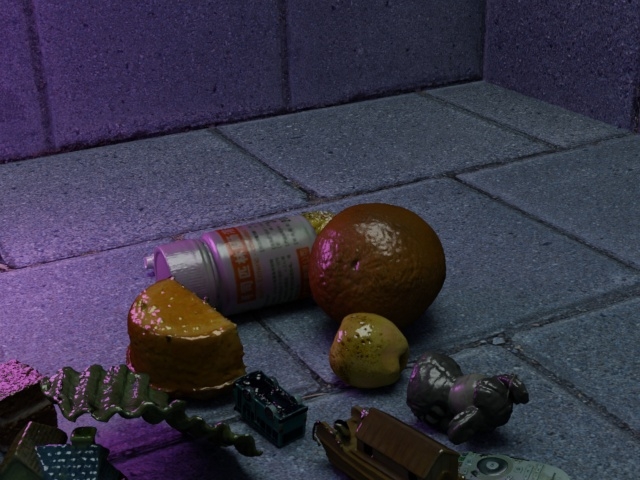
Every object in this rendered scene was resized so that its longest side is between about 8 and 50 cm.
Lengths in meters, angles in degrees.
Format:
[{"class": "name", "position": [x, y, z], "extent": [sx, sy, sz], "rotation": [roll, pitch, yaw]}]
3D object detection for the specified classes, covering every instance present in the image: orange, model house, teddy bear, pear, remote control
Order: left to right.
[{"class": "model house", "position": [-0.446, 0.407, 1.669], "extent": [0.214, 0.189, 0.195], "rotation": [-1, 26, 6]}, {"class": "pear", "position": [0.107, 0.241, 2.059], "extent": [0.178, 0.178, 0.178], "rotation": [-1, 24, 1]}, {"class": "orange", "position": [0.139, 0.063, 2.252], "extent": [0.322, 0.321, 0.357], "rotation": [8, 6, 21]}, {"class": "teddy bear", "position": [0.278, 0.329, 1.875], "extent": [0.171, 0.144, 0.251], "rotation": [-41, 40, -25]}, {"class": "remote control", "position": [0.330, 0.430, 1.738], "extent": [0.256, 0.045, 0.097], "rotation": [7, 24, 27]}]

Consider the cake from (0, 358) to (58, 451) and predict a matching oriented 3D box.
[{"class": "cake", "position": [-0.613, 0.334, 1.892], "extent": [0.135, 0.147, 0.135], "rotation": [-21, 30, -40]}]

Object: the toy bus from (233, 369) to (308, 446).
[{"class": "toy bus", "position": [-0.104, 0.338, 1.917], "extent": [0.079, 0.091, 0.160], "rotation": [-19, 35, -37]}]

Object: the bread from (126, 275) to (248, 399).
[{"class": "bread", "position": [-0.320, 0.225, 2.060], "extent": [0.179, 0.194, 0.340], "rotation": [-18, 33, -35]}]

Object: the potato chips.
[{"class": "potato chips", "position": [-0.313, 0.310, 1.760], "extent": [0.373, 0.097, 0.389], "rotation": [24, -8, -36]}]

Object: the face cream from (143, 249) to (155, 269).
[{"class": "face cream", "position": [-0.344, 0.041, 2.627], "extent": [0.284, 0.073, 0.073], "rotation": [-10, 25, -17]}]

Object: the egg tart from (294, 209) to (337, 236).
[{"class": "egg tart", "position": [0.000, 0.000, 2.678], "extent": [0.232, 0.098, 0.252], "rotation": [12, 30, 14]}]

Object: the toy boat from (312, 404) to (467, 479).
[{"class": "toy boat", "position": [0.171, 0.401, 1.668], "extent": [0.136, 0.162, 0.445], "rotation": [-17, 28, -35]}]

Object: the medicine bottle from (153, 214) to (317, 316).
[{"class": "medicine bottle", "position": [-0.204, 0.072, 2.368], "extent": [0.389, 0.219, 0.219], "rotation": [-11, 25, -20]}]
